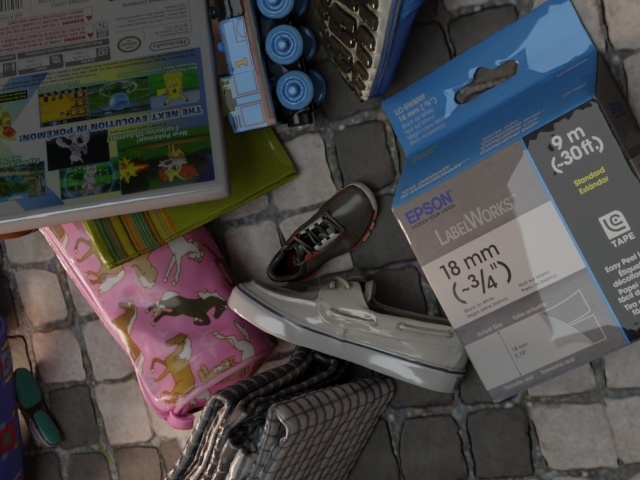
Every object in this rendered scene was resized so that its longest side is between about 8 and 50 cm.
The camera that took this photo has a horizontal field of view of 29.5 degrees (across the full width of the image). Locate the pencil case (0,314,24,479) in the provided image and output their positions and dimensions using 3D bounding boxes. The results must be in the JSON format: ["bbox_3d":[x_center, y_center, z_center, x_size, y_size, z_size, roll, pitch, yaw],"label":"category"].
[{"bbox_3d":[-0.452,0.232,1.564,0.133,0.119,0.306,21,125,28],"label":"pencil case"}]

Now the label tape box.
[{"bbox_3d":[0.205,-0.041,1.200,0.241,0.106,0.333,-29,86,29],"label":"label tape box"}]

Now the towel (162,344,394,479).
[{"bbox_3d":[-0.071,0.251,1.337,0.121,0.235,0.283,37,115,23],"label":"towel"}]

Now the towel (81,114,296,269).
[{"bbox_3d":[-0.150,-0.064,1.340,0.237,0.021,0.102,-27,83,-15],"label":"towel"}]

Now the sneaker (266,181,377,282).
[{"bbox_3d":[0.000,0.000,1.340,0.061,0.065,0.158,49,118,11],"label":"sneaker"}]

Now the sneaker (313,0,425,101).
[{"bbox_3d":[0.095,-0.274,1.192,0.130,0.147,0.330,58,145,35],"label":"sneaker"}]

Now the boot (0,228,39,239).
[{"bbox_3d":[-0.477,-0.053,1.494,0.283,0.220,0.109,20,110,23],"label":"boot"}]

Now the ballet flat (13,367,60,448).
[{"bbox_3d":[-0.384,0.225,1.608,0.041,0.041,0.114,-29,85,30],"label":"ballet flat"}]

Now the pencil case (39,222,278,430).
[{"bbox_3d":[-0.210,0.023,1.399,0.167,0.160,0.386,-37,84,14],"label":"pencil case"}]

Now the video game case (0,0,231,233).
[{"bbox_3d":[-0.275,-0.163,1.329,0.329,0.036,0.300,-9,71,2],"label":"video game case"}]

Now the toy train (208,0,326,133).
[{"bbox_3d":[-0.060,-0.204,1.312,0.105,0.080,0.184,-11,96,16],"label":"toy train"}]

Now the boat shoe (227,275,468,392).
[{"bbox_3d":[0.034,0.081,1.311,0.267,0.096,0.088,20,98,12],"label":"boat shoe"}]
